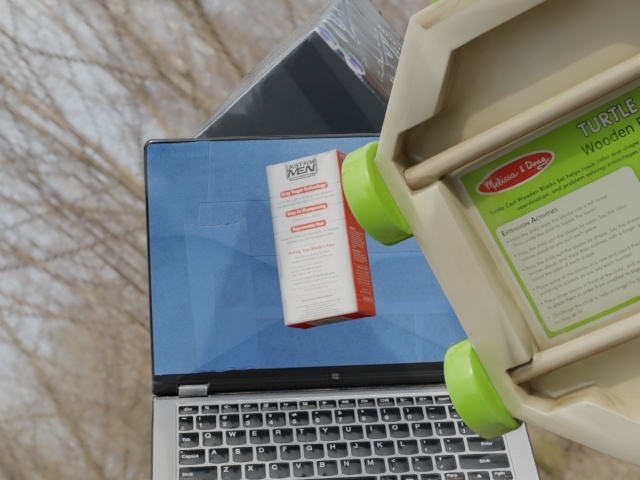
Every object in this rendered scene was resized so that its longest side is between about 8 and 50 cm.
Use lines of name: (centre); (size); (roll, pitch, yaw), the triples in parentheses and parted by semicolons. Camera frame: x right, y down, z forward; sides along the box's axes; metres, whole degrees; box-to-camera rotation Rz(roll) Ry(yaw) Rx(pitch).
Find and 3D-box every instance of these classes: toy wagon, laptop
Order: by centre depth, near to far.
toy wagon: (0.141, -0.057, 0.670); (0.267, 0.344, 0.068); (-26, 5, 28)
laptop: (0.022, 0.111, 1.307); (0.408, 0.382, 0.236); (-97, 7, -49)

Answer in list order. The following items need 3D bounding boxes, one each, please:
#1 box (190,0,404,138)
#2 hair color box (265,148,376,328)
box: (0.041, -0.131, 1.728); (0.212, 0.293, 0.395); (-40, 10, 18)
hair color box: (0.000, 0.000, 1.158); (0.072, 0.141, 0.043); (-12, -11, 24)
